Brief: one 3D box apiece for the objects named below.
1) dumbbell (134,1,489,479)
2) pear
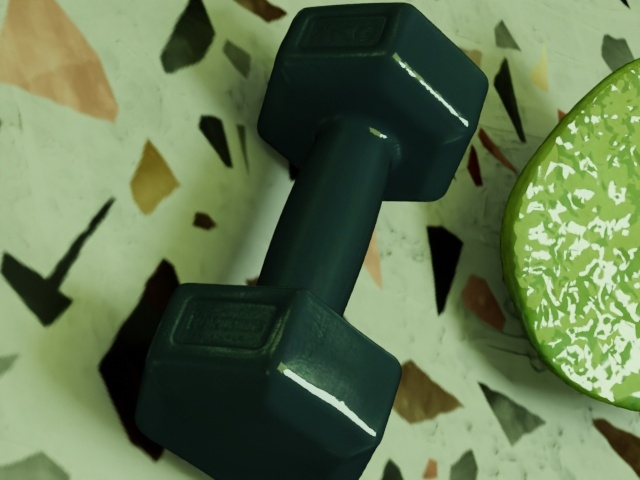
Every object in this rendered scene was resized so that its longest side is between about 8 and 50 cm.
[{"bbox_3d":[0.000,0.000,0.857,0.144,0.156,0.316,20,54,0],"label":"dumbbell"},{"bbox_3d":[0.227,0.023,1.068,0.239,0.139,0.288,-27,96,-30],"label":"pear"}]
